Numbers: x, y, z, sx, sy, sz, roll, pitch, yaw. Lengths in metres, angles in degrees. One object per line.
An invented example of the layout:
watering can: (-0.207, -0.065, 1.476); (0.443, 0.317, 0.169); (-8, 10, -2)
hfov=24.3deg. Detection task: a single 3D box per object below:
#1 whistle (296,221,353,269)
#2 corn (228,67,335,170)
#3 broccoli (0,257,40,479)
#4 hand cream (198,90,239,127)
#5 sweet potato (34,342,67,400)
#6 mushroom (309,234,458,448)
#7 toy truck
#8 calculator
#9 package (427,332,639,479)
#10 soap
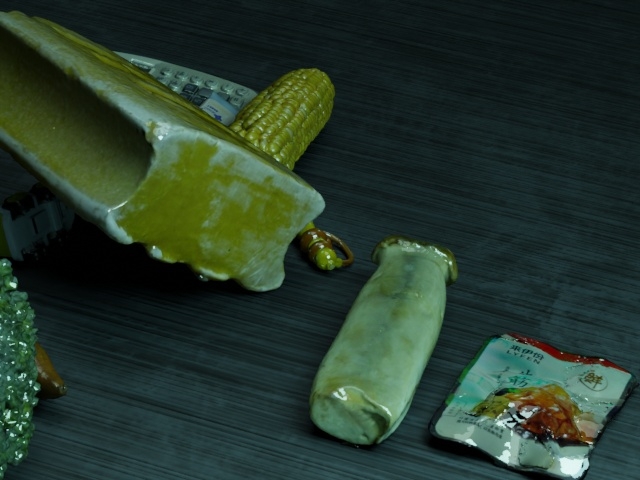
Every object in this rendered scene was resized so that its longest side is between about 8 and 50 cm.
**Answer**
whistle: (-0.004, 0.003, 1.714); (0.046, 0.057, 0.109); (-42, 50, 4)
corn: (-0.056, -0.141, 1.884); (0.102, 0.102, 0.313); (13, 27, 10)
broccoli: (-0.374, 0.103, 1.289); (0.243, 0.247, 0.263); (-17, 65, 21)
hand cream: (-0.160, -0.133, 1.875); (0.065, 0.043, 0.170); (39, 49, 8)
sweet potato: (-0.329, 0.093, 1.459); (0.057, 0.057, 0.264); (-21, 36, -39)
mushroom: (0.069, 0.096, 1.519); (0.100, 0.081, 0.312); (10, 34, 12)
toy truck: (-0.327, -0.024, 1.651); (0.077, 0.076, 0.111); (1, 23, 31)
calculator: (-0.202, -0.194, 1.994); (0.268, 0.040, 0.177); (13, 31, 8)
package: (0.214, 0.157, 1.481); (0.166, 0.040, 0.232); (18, 30, 20)
soap: (-0.203, -0.096, 1.619); (0.335, 0.156, 0.293); (37, 6, 40)
